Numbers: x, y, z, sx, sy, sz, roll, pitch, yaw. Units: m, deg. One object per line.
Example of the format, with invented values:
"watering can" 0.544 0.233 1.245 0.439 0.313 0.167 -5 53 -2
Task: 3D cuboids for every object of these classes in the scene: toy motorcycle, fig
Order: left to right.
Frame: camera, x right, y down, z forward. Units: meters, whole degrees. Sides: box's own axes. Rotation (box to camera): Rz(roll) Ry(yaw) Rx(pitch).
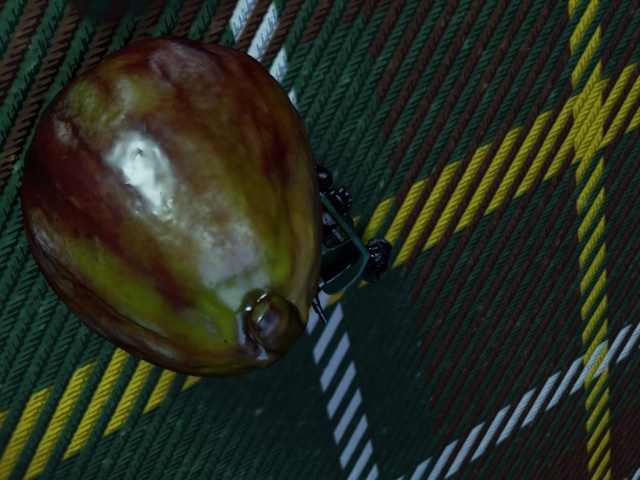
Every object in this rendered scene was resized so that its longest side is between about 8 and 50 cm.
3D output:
"fig" -0.104 -0.021 0.812 0.224 0.224 0.263 -7 77 -34
"toy motorcycle" 0.000 0.000 1.012 0.100 0.058 0.173 -41 132 -1
